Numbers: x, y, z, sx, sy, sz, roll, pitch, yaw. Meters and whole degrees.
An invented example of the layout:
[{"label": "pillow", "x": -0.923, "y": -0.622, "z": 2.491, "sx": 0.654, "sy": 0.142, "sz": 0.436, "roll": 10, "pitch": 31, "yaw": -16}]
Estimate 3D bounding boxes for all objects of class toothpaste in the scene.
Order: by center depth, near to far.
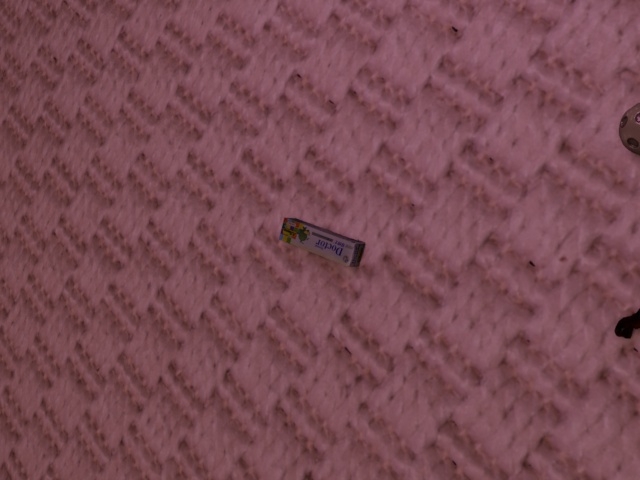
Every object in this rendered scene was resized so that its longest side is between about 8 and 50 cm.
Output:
[{"label": "toothpaste", "x": 0.000, "y": 0.000, "z": 1.264, "sx": 0.164, "sy": 0.034, "sz": 0.046, "roll": 21, "pitch": 100, "yaw": 34}]

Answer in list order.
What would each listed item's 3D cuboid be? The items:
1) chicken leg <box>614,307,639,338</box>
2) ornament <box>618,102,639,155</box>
[{"label": "chicken leg", "x": 0.437, "y": 0.056, "z": 0.900, "sx": 0.089, "sy": 0.048, "sz": 0.219, "roll": -93, "pitch": 12, "yaw": -57}, {"label": "ornament", "x": 0.469, "y": -0.136, "z": 0.936, "sx": 0.156, "sy": 0.075, "sz": 0.081, "roll": 26, "pitch": 93, "yaw": 35}]
